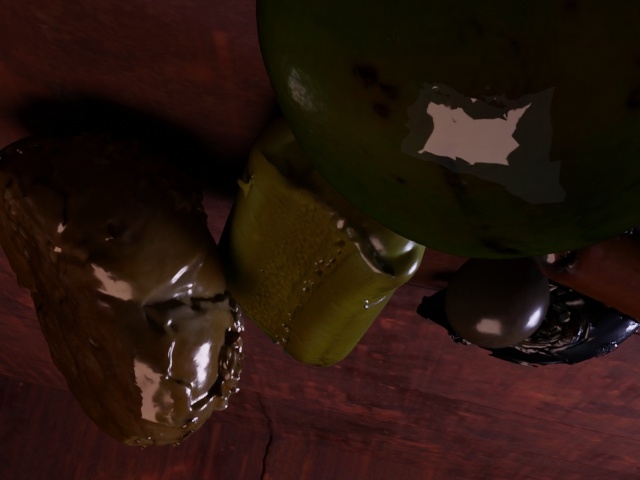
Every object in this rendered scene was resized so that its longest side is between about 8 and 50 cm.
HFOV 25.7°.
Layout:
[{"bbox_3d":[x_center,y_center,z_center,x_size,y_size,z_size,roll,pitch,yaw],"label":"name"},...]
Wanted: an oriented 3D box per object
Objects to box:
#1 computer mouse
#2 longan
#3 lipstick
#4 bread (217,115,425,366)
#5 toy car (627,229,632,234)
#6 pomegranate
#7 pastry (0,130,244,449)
[{"bbox_3d":[0.210,0.088,1.442,0.242,0.077,0.146,3,160,31],"label":"computer mouse"},{"bbox_3d":[0.172,0.054,1.332,0.113,0.092,0.113,-30,163,-10],"label":"longan"},{"bbox_3d":[0.332,0.059,1.244,0.418,0.077,0.077,25,161,-32],"label":"lipstick"},{"bbox_3d":[0.000,0.000,1.223,0.166,0.112,0.383,42,161,5],"label":"bread"},{"bbox_3d":[0.207,-0.059,0.939,0.054,0.073,0.143,26,168,11],"label":"toy car"},{"bbox_3d":[0.044,-0.120,0.616,0.302,0.236,0.236,20,168,22],"label":"pomegranate"},{"bbox_3d":[-0.173,0.032,1.263,0.255,0.162,0.311,20,136,57],"label":"pastry"}]
